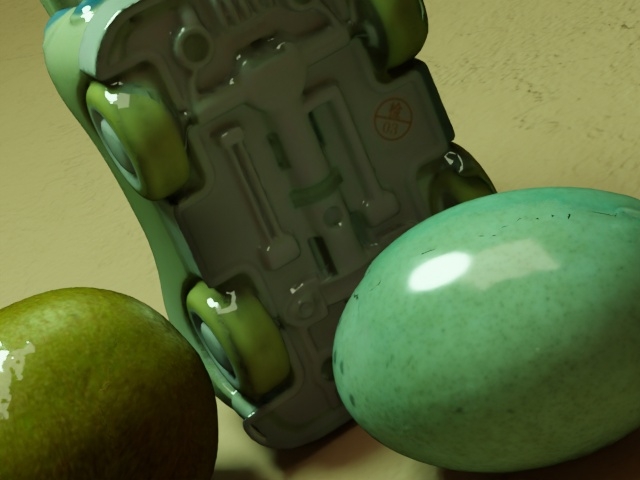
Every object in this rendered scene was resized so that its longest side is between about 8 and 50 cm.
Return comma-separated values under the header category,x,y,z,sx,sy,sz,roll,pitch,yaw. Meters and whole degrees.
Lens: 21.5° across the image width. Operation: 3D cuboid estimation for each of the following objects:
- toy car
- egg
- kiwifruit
category,x,y,z,sx,sy,sz,roll,pitch,yaw
toy car,-0.037,-0.060,1.177,0.242,0.336,0.226,-32,26,-15
egg,0.121,0.054,1.028,0.236,0.169,0.169,-15,28,11
kiwifruit,-0.172,0.136,1.089,0.234,0.196,0.196,-34,28,-28
